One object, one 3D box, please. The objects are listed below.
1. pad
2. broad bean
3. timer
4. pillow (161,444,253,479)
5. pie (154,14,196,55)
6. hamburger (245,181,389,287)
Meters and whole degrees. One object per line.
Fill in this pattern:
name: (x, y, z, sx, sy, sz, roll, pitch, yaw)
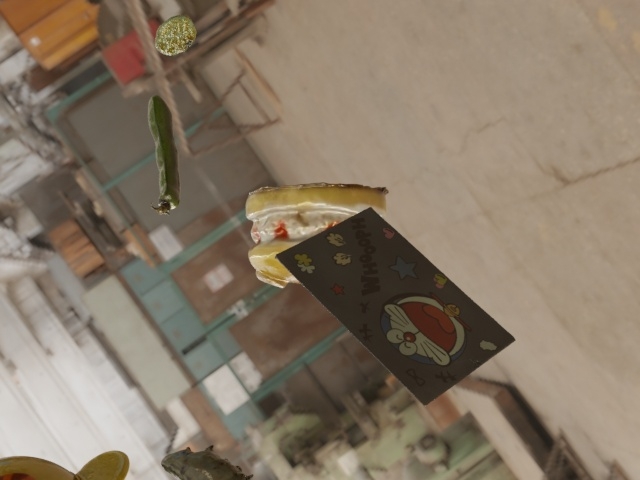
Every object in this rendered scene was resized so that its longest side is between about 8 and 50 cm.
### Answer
pad: (0.084, 0.066, 1.155, 0.245, 0.170, 0.006, 44, 139, 23)
broad bean: (-0.236, -0.124, 1.533, 0.069, 0.039, 0.226, 56, -161, -52)
timer: (-0.564, 0.590, 1.994, 0.376, 0.387, 0.376, -19, -90, -72)
pillow: (-0.195, 0.431, 1.849, 0.241, 0.093, 0.051, 23, 150, 43)
pie: (-0.270, -0.380, 1.883, 0.017, 0.085, 0.085, 50, 173, 40)
hamburger: (0.000, 0.000, 1.869, 0.303, 0.261, 0.186, 14, -107, -81)
